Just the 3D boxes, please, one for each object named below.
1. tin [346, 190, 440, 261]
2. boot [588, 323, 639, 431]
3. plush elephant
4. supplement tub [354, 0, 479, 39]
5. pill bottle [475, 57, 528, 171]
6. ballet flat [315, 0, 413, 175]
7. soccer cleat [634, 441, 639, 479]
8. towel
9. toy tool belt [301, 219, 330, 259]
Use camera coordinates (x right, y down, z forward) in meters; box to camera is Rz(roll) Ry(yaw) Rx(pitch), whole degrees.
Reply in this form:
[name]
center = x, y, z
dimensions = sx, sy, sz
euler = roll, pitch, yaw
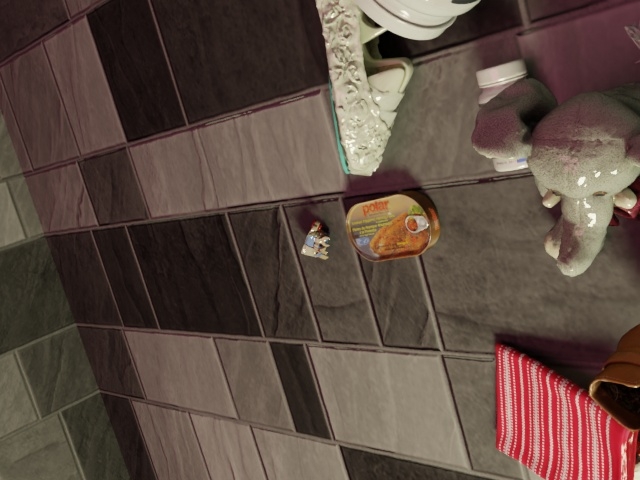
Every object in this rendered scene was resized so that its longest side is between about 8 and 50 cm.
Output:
[tin]
center = 0.119, -0.025, 1.313
dimensions = 0.190, 0.040, 0.106
euler = -10, 105, 50
[boot]
center = 0.464, 0.168, 0.878
dimensions = 0.283, 0.220, 0.109
euler = 28, 128, 36
[plush elephant]
center = 0.323, -0.077, 0.883
dimensions = 0.272, 0.255, 0.330
euler = 15, 119, 44
[supplement tub]
center = 0.160, -0.397, 0.954
dimensions = 0.191, 0.191, 0.272
euler = 56, 139, 12
[pill bottle]
center = 0.255, -0.167, 1.054
dimensions = 0.078, 0.078, 0.137
euler = -5, 106, 49
[ballet flat]
center = 0.066, -0.292, 1.172
dimensions = 0.147, 0.147, 0.408
euler = 6, 114, 47
[soccer cleat]
center = 0.471, 0.299, 1.063
dimensions = 0.076, 0.068, 0.196
euler = 51, 136, 12
[towel]
center = 0.349, 0.287, 1.161
dimensions = 0.275, 0.031, 0.198
euler = 31, 131, 57
[toy tool belt]
center = 0.000, 0.000, 1.456
dimensions = 0.051, 0.052, 0.083
euler = 23, 136, 1
